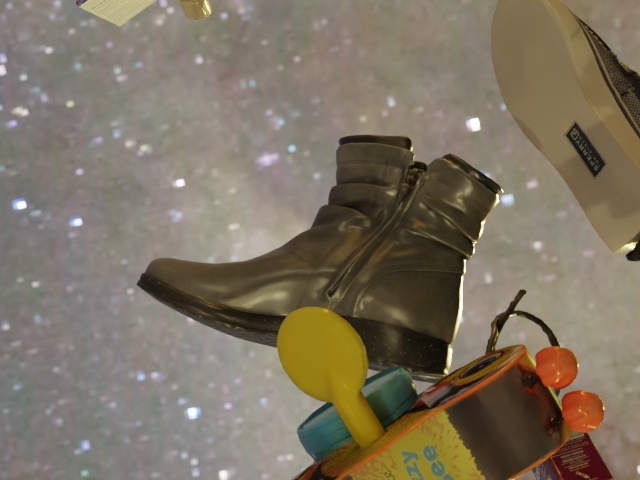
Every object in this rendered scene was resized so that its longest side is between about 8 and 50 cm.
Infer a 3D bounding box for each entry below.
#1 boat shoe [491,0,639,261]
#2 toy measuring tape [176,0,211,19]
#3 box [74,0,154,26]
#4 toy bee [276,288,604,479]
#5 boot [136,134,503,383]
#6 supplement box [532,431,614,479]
[{"bbox_3d":[0.314,-0.129,1.532,0.158,0.127,0.340,-6,-120,-35],"label":"boat shoe"},{"bbox_3d":[-0.186,-0.337,1.299,0.330,0.121,0.121,43,-160,16],"label":"toy measuring tape"},{"bbox_3d":[-0.221,-0.317,1.657,0.072,0.126,0.137,57,-171,7],"label":"box"},{"bbox_3d":[0.059,0.100,0.763,0.195,0.162,0.298,40,-120,-12],"label":"toy bee"},{"bbox_3d":[0.000,0.000,1.434,0.118,0.338,0.222,40,-117,-72],"label":"boot"},{"bbox_3d":[0.206,0.192,1.189,0.083,0.043,0.055,-114,13,-48],"label":"supplement box"}]
